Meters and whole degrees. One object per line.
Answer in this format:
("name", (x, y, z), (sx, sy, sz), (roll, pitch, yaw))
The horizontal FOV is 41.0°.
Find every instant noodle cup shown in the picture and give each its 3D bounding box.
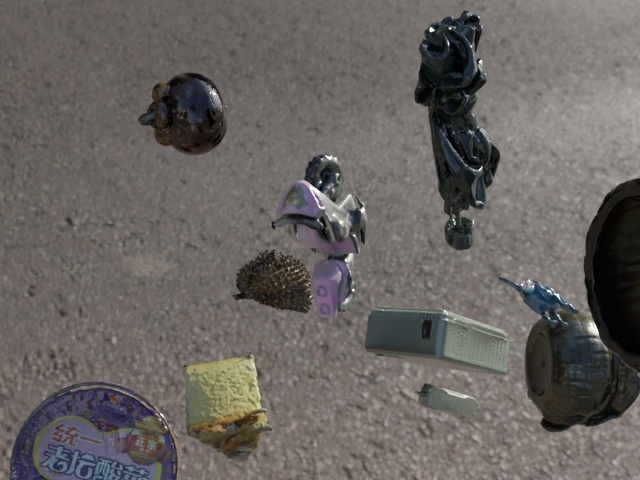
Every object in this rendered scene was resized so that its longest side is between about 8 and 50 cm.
("instant noodle cup", (-0.439, 0.472, 1.782), (0.339, 0.266, 0.340), (0, 77, 1))

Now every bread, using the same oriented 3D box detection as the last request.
("bread", (-0.148, 0.269, 1.340), (0.127, 0.152, 0.147), (-7, 56, -10))

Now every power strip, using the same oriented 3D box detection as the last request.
("power strip", (0.264, 0.336, 1.795), (0.191, 0.048, 0.030), (22, -4, -36))

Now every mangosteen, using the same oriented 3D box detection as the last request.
("mangosteen", (-0.215, -0.196, 1.340), (0.140, 0.140, 0.140), (16, 36, -12))

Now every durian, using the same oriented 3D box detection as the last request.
("durian", (-0.063, 0.047, 1.116), (0.110, 0.071, 0.140), (24, 15, 30))

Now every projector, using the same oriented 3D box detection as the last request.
("projector", (0.233, 0.198, 1.696), (0.256, 0.192, 0.099), (20, 74, -46))

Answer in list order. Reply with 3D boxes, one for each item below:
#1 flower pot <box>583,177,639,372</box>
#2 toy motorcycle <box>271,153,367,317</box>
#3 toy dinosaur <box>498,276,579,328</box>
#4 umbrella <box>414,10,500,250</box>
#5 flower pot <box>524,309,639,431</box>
("flower pot", (0.537, 0.045, 1.153), (0.267, 0.267, 0.267), (0, 41, -13))
("toy motorcycle", (0.000, 0.000, 1.692), (0.143, 0.327, 0.188), (2, 17, 32))
("toy dinosaur", (0.336, 0.091, 1.279), (0.197, 0.045, 0.080), (21, 17, -40))
("umbrella", (0.190, -0.132, 1.147), (0.094, 0.349, 0.143), (11, 41, 27))
("flower pot", (0.635, 0.322, 2.113), (0.213, 0.302, 0.302), (2, 39, -4))
